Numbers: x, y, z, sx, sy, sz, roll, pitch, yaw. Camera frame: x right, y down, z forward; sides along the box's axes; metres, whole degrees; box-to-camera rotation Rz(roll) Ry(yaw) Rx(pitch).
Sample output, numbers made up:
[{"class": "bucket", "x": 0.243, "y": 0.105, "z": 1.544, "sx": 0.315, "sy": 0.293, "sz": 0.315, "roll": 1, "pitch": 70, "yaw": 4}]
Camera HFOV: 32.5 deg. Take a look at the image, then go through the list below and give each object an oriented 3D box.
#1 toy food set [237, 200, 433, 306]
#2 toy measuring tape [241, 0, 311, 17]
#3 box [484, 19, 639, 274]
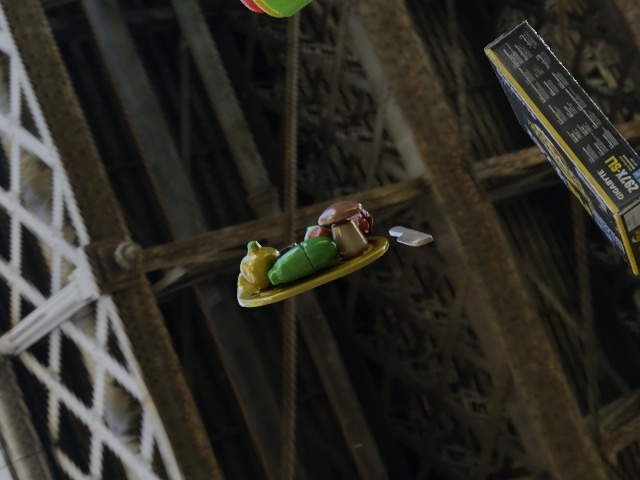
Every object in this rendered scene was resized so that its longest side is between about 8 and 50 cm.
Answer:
[{"class": "toy food set", "x": 0.000, "y": 0.000, "z": 1.211, "sx": 0.218, "sy": 0.128, "sz": 0.071, "roll": -22, "pitch": -79, "yaw": -4}, {"class": "toy measuring tape", "x": -0.077, "y": -0.325, "z": 1.324, "sx": 0.121, "sy": 0.121, "sz": 0.330, "roll": 59, "pitch": -154, "yaw": -1}, {"class": "box", "x": 0.374, "y": -0.128, "z": 1.565, "sx": 0.322, "sy": 0.079, "sz": 0.257, "roll": 59, "pitch": -170, "yaw": 27}]
